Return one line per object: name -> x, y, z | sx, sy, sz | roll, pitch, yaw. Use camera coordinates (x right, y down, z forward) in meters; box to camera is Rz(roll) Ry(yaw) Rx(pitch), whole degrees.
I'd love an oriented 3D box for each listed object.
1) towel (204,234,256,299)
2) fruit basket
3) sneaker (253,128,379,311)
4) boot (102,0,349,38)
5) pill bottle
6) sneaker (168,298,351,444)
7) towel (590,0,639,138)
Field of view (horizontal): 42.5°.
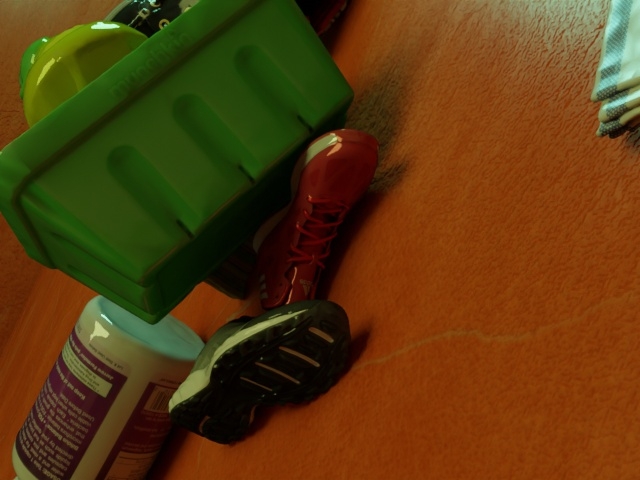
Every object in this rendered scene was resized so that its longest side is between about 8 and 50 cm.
towel -> -0.093, -0.051, 1.028 | 0.021, 0.102, 0.237 | 6, 69, 38
fruit basket -> -0.201, -0.142, 0.890 | 0.283, 0.391, 0.392 | 109, 177, -68
sneaker -> 0.000, 0.000, 0.824 | 0.221, 0.087, 0.128 | 123, 150, -46
boot -> -0.143, -0.311, 1.175 | 0.284, 0.138, 0.377 | 13, 47, 47
pill bottle -> -0.278, 0.233, 1.031 | 0.302, 0.169, 0.169 | -60, 24, 7
sneaker -> -0.064, 0.110, 0.805 | 0.271, 0.100, 0.108 | -37, 30, 47
towel -> 0.282, -0.182, 0.458 | 0.285, 0.034, 0.209 | -21, 46, 55
